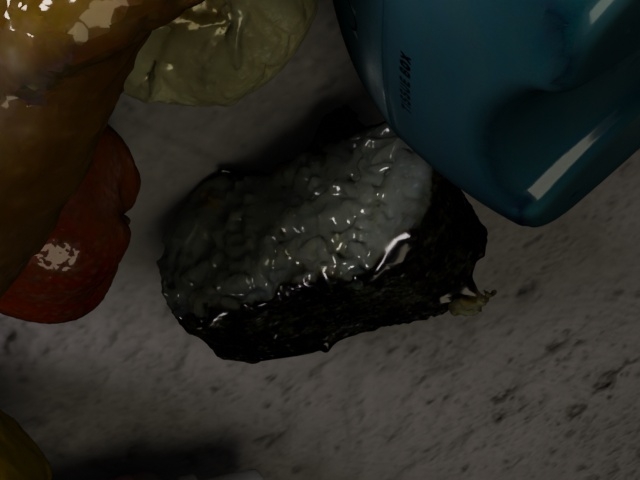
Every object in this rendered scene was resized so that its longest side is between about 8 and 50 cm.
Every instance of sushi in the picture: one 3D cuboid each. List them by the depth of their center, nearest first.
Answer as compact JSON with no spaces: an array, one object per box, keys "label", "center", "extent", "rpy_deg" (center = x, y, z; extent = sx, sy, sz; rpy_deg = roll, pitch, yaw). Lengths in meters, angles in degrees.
[{"label":"sushi","center":[0.000,0.000,0.866],"extent":[0.212,0.147,0.115],"rpy_deg":[-23,147,21]}]

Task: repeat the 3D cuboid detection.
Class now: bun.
[{"label":"bun","center":[-0.078,-0.145,0.688],"extent":[0.164,0.111,0.188],"rpy_deg":[-20,141,-1]}]

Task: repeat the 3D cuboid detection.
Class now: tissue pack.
[{"label":"tissue pack","center":[0.106,-0.155,0.681],"extent":[0.198,0.206,0.287],"rpy_deg":[-39,163,-8]}]

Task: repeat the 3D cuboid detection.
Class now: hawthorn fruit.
[{"label":"hawthorn fruit","center":[-0.179,-0.020,0.753],"extent":[0.138,0.133,0.133],"rpy_deg":[13,126,-17]}]

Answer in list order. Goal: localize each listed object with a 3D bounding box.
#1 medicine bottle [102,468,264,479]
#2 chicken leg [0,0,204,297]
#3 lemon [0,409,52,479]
[{"label":"medicine bottle","center":[-0.157,0.259,1.023],"extent":[0.247,0.147,0.147],"rpy_deg":[-12,136,-18]},{"label":"chicken leg","center":[-0.162,-0.113,0.533],"extent":[0.409,0.182,0.295],"rpy_deg":[-33,128,21]},{"label":"lemon","center":[-0.318,0.206,0.803],"extent":[0.316,0.285,0.285],"rpy_deg":[-8,139,9]}]
